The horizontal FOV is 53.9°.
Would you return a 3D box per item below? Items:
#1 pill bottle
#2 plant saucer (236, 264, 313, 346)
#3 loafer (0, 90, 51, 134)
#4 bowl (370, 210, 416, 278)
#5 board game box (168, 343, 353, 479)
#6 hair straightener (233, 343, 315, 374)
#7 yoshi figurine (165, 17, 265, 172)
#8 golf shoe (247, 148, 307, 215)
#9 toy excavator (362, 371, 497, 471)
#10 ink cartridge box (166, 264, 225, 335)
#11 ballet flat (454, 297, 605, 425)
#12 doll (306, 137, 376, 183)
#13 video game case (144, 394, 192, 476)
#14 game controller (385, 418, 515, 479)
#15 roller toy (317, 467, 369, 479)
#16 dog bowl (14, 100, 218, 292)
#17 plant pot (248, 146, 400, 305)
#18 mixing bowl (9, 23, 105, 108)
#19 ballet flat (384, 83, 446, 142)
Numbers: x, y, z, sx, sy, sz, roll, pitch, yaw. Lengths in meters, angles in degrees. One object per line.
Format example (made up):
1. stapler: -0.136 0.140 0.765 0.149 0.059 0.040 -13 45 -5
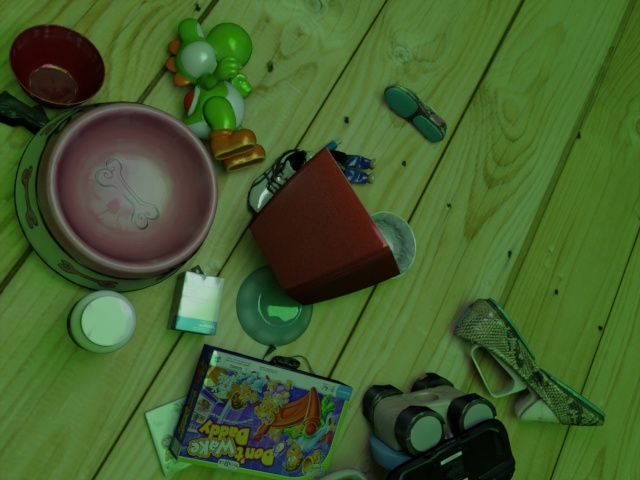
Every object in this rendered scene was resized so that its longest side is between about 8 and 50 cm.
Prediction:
1. pill bottle: -0.426 0.158 1.227 0.121 0.216 0.121 4 80 -24
2. plant saucer: -0.099 0.151 1.477 0.195 0.037 0.194 4 81 -25
3. loafer: -0.590 -0.255 1.304 0.170 0.062 0.061 24 68 -21
4. bowl: 0.149 0.017 1.585 0.170 0.080 0.170 4 80 -24
5. board game box: -0.122 0.386 1.374 0.347 0.078 0.233 21 83 -25
6. hair straightener: -0.103 0.285 1.445 0.231 0.047 0.089 17 79 -20
7. yoshi figurine: -0.206 -0.354 1.425 0.203 0.204 0.362 -8 73 -45
8. golf shoe: -0.101 -0.145 1.491 0.077 0.094 0.198 37 71 -16
9. toy excavator: 0.329 0.565 1.536 0.433 0.222 0.444 -5 97 -23
10. ink cartridge box: -0.269 0.129 1.371 0.090 0.092 0.143 14 77 -22
11. ballet flat: 0.538 0.368 1.687 0.182 0.164 0.483 -45 96 -1
12. doll: 0.045 -0.196 1.589 0.189 0.046 0.129 8 88 -17
13. video game case: -0.284 0.410 1.362 0.157 0.019 0.143 -18 89 -25
14. game controller: 0.288 0.515 1.377 0.319 0.067 0.166 -20 97 -20
15. roller toy: 0.048 0.610 1.369 0.191 0.146 0.209 -38 136 -3
16. dog bowl: -0.393 -0.098 1.286 0.408 0.150 0.407 4 83 -33
17. plant pot: 0.000 0.000 1.397 0.236 0.267 0.267 -31 72 3
18. mixing bowl: -0.550 -0.343 1.306 0.182 0.098 0.181 10 68 -27
19. ballet flat: 0.260 -0.356 1.705 0.221 0.077 0.079 37 51 -20
